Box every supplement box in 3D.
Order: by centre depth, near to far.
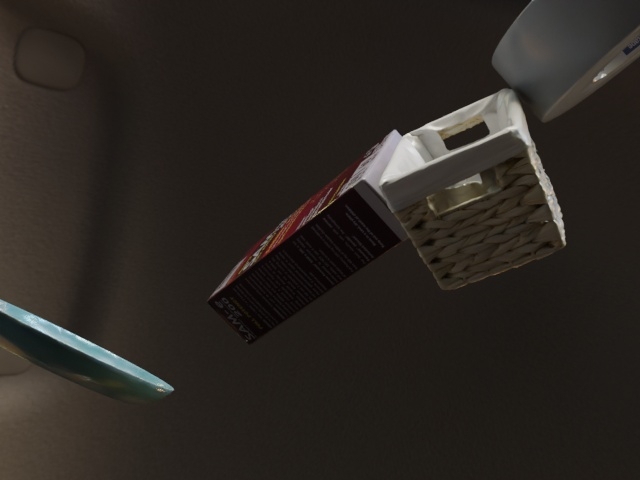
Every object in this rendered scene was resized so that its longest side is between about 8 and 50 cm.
[{"bbox_3d":[0.000,0.000,0.713,0.073,0.130,0.239,46,-56,-9],"label":"supplement box"}]

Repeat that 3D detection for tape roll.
[{"bbox_3d":[0.254,-0.198,0.579,0.219,0.219,0.072,-38,-98,5],"label":"tape roll"}]

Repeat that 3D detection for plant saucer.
[{"bbox_3d":[-0.353,0.152,0.944,0.318,0.317,0.043,25,-103,6],"label":"plant saucer"}]

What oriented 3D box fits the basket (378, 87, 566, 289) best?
[{"bbox_3d":[0.127,-0.045,0.562,0.113,0.167,0.103,-23,-76,21],"label":"basket"}]
